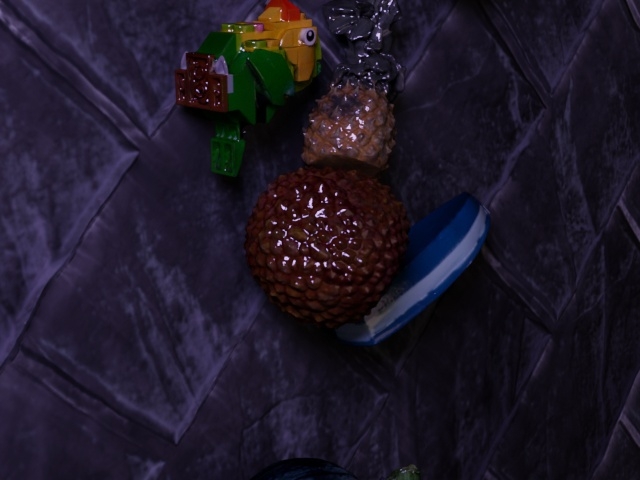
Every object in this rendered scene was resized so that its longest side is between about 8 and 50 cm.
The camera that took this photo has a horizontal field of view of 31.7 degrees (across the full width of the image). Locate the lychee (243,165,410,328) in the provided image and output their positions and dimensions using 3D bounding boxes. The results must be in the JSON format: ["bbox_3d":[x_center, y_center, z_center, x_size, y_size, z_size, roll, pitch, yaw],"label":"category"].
[{"bbox_3d":[0.000,0.000,1.275,0.188,0.188,0.188,-6,99,-42],"label":"lychee"}]

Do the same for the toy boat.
[{"bbox_3d":[0.126,0.027,1.443,0.299,0.096,0.061,-40,111,-34],"label":"toy boat"}]

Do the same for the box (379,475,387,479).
[{"bbox_3d":[0.107,0.470,1.436,0.252,0.153,0.188,-54,126,-22],"label":"box"}]

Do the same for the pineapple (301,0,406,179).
[{"bbox_3d":[0.046,-0.191,1.340,0.119,0.111,0.237,54,45,-69],"label":"pineapple"}]

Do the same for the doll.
[{"bbox_3d":[-0.071,-0.179,1.228,0.186,0.106,0.134,-47,129,-28],"label":"doll"}]

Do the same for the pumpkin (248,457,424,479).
[{"bbox_3d":[0.026,0.340,1.271,0.248,0.248,0.248,-6,99,-42],"label":"pumpkin"}]
